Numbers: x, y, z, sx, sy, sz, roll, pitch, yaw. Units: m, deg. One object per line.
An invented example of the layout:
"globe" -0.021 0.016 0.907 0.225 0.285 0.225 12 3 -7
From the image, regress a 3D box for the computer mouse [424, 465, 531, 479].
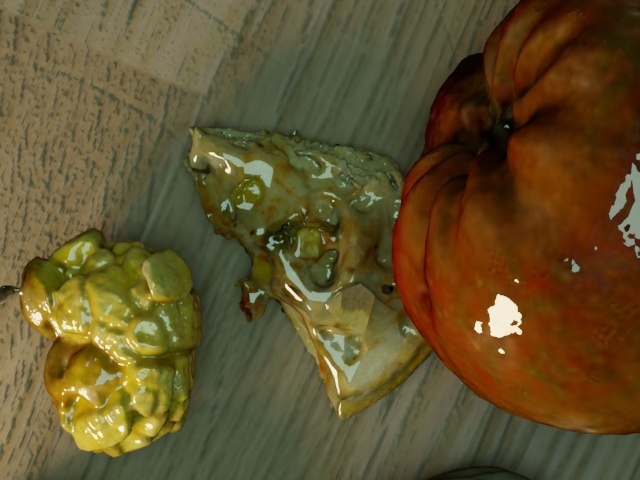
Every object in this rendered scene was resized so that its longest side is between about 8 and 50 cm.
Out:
"computer mouse" 0.036 0.355 1.669 0.429 0.145 0.228 -25 85 -11

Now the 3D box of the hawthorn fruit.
"hawthorn fruit" 0.269 -0.013 1.547 0.403 0.403 0.403 0 93 0

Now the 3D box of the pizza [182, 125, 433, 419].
"pizza" 0.000 0.000 1.685 0.189 0.071 0.297 -34 92 2

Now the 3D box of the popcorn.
"popcorn" -0.169 0.082 1.660 0.163 0.140 0.194 -26 82 9
